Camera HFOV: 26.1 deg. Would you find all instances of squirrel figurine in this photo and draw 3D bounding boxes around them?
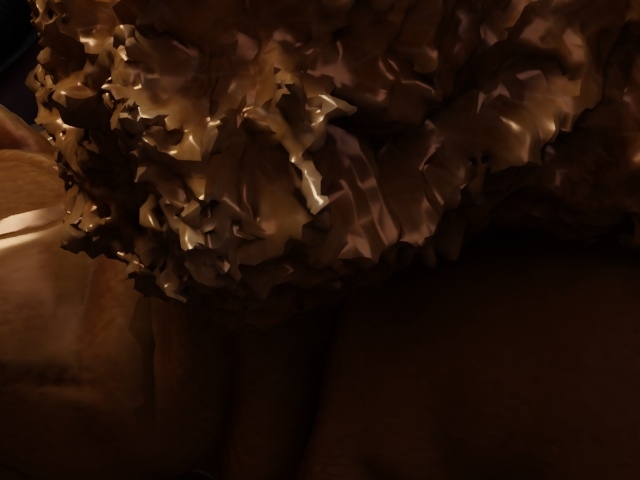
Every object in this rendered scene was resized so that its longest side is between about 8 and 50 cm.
[{"bbox_3d":[0.000,0.000,0.535,0.370,0.397,0.281,9,48,6],"label":"squirrel figurine"}]

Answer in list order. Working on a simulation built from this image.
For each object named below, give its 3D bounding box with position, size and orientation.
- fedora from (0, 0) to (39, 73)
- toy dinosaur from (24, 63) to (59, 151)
[{"bbox_3d":[-0.253,-0.216,0.668,0.334,0.152,0.334,8,64,-18],"label":"fedora"},{"bbox_3d":[-0.137,-0.043,0.684,0.211,0.064,0.112,19,62,-12],"label":"toy dinosaur"}]
